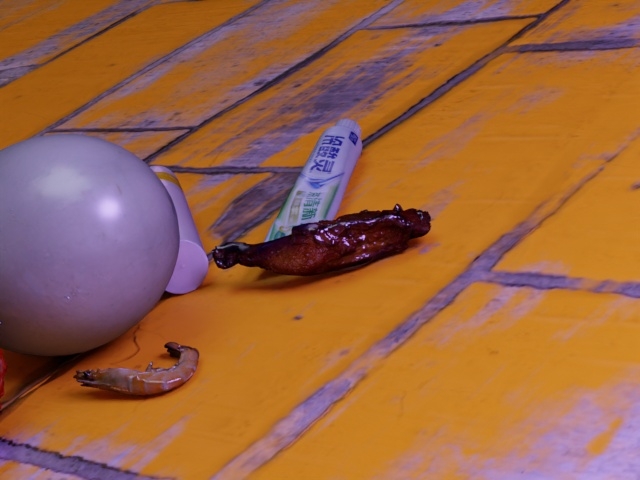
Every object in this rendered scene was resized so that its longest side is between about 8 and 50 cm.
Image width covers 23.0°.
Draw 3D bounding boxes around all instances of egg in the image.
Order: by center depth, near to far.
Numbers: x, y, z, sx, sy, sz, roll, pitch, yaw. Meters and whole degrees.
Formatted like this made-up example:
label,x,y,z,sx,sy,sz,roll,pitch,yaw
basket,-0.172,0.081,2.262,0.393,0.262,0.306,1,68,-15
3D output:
label,x,y,z,sx,sy,sz,roll,pitch,yaw
egg,-0.246,0.005,1.455,0.203,0.203,0.282,-37,11,-39

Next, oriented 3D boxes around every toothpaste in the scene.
label,x,y,z,sx,sy,sz,roll,pitch,yaw
toothpaste,-0.002,-0.049,1.617,0.074,0.048,0.297,-5,28,17

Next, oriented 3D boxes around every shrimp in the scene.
label,x,y,z,sx,sy,sz,roll,pitch,yaw
shrimp,-0.158,0.112,1.380,0.114,0.023,0.083,-3,23,22

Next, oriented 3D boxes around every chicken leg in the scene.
label,x,y,z,sx,sy,sz,roll,pitch,yaw
chicken leg,0.002,0.001,1.462,0.205,0.053,0.093,-8,16,-6

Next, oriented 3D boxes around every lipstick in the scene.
label,x,y,z,sx,sy,sz,roll,pitch,yaw
lipstick,-0.160,-0.015,1.639,0.059,0.059,0.264,-20,22,-4

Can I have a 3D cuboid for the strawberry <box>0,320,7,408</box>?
label,x,y,z,sx,sy,sz,roll,pitch,yaw
strawberry,-0.329,0.154,1.321,0.174,0.098,0.228,-23,25,-10
